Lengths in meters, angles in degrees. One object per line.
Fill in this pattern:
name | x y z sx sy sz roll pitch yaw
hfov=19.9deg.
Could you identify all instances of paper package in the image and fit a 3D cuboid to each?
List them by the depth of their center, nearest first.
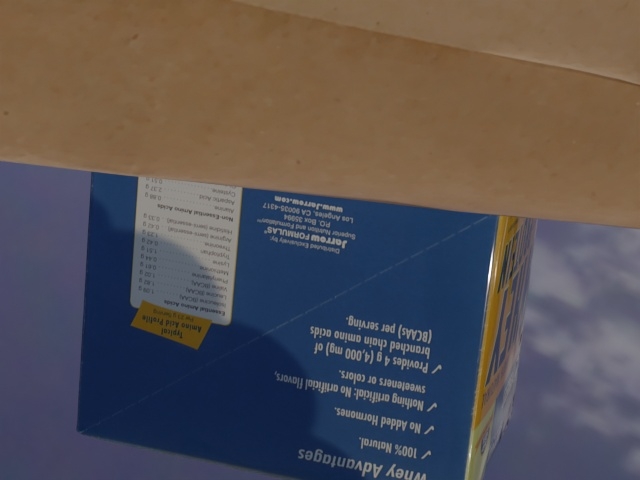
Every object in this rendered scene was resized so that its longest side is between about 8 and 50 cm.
paper package | -0.035 -0.173 0.421 0.309 0.168 0.325 6 -138 -27

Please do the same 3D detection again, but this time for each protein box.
protein box | 0.000 0.000 0.900 0.199 0.201 0.136 10 -161 13
